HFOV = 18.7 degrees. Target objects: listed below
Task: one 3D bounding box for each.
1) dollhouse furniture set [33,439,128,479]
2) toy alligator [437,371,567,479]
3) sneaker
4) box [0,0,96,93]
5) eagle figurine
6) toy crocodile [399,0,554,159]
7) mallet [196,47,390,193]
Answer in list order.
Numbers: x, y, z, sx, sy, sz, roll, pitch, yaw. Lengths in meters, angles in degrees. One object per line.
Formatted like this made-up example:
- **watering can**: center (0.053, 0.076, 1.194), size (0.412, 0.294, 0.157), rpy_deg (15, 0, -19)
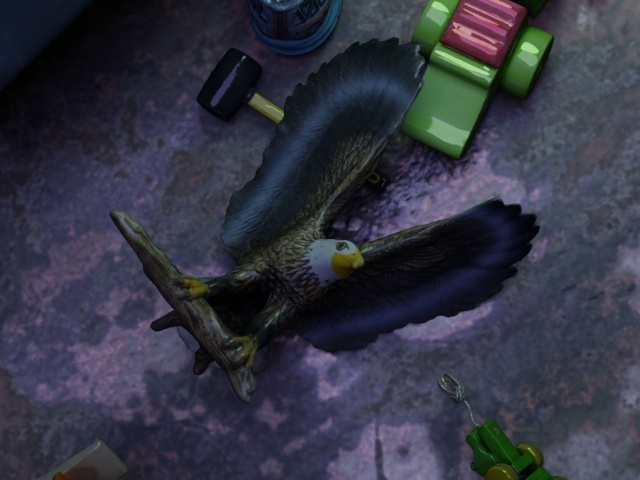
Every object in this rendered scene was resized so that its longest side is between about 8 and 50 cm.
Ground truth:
- **dollhouse furniture set**: center (-0.130, 0.315, 1.586), size (0.135, 0.262, 0.259), rpy_deg (-33, 118, 10)
- **toy alligator**: center (0.155, 0.197, 1.665), size (0.190, 0.056, 0.051), rpy_deg (48, 129, 11)
- **sneaker**: center (-0.016, -0.303, 1.722), size (0.104, 0.125, 0.262), rpy_deg (-1, 81, 6)
- **box**: center (-0.273, -0.325, 1.629), size (0.395, 0.212, 0.293), rpy_deg (-43, 101, 13)
- **eagle figurine**: center (0.007, 0.003, 1.648), size (0.298, 0.226, 0.225), rpy_deg (-37, 46, -22)
- **toy crocodile**: center (0.174, -0.230, 1.700), size (0.115, 0.105, 0.341), rpy_deg (31, 86, 10)
- **mallet**: center (-0.027, -0.093, 1.739), size (0.189, 0.039, 0.062), rpy_deg (41, 86, 7)
